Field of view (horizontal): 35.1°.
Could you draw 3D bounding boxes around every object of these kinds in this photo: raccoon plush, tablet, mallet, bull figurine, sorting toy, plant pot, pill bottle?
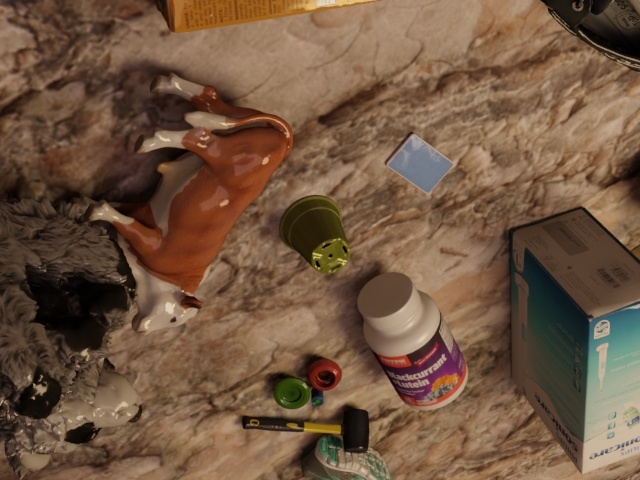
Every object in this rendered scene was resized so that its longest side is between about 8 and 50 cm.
[{"bbox_3d":[-0.386,0.067,1.116,0.216,0.446,0.299,-48,178,-37],"label":"raccoon plush"},{"bbox_3d":[0.127,-0.097,1.286,0.083,0.006,0.054,31,107,-34],"label":"tablet"},{"bbox_3d":[-0.018,0.276,1.443,0.189,0.062,0.039,0,160,-20],"label":"mallet"},{"bbox_3d":[-0.164,-0.036,1.144,0.188,0.101,0.310,26,110,-32],"label":"bull figurine"},{"bbox_3d":[-0.015,0.197,1.409,0.102,0.042,0.061,-26,114,10],"label":"sorting toy"},{"bbox_3d":[0.000,0.000,1.251,0.083,0.079,0.083,-11,126,-15],"label":"plant pot"},{"bbox_3d":[0.122,0.135,1.376,0.108,0.108,0.193,-31,128,0],"label":"pill bottle"}]

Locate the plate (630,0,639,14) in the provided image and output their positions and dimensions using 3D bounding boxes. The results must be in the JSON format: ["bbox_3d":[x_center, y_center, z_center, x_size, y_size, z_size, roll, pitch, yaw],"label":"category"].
[{"bbox_3d":[0.412,-0.328,1.150,0.277,0.045,0.278,39,63,-37],"label":"plate"}]

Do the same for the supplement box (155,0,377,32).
[{"bbox_3d":[-0.053,-0.277,1.043,0.233,0.078,0.080,-14,126,-14],"label":"supplement box"}]

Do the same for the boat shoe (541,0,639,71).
[{"bbox_3d":[0.325,-0.293,1.168,0.127,0.113,0.340,-45,128,9],"label":"boat shoe"}]

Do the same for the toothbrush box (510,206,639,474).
[{"bbox_3d":[0.367,0.141,1.415,0.126,0.216,0.296,-16,126,-12],"label":"toothbrush box"}]

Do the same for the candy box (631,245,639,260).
[{"bbox_3d":[0.596,0.078,1.405,0.183,0.316,0.087,-34,128,2],"label":"candy box"}]

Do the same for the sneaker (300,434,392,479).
[{"bbox_3d":[0.038,0.346,1.523,0.166,0.065,0.076,31,123,-32],"label":"sneaker"}]
